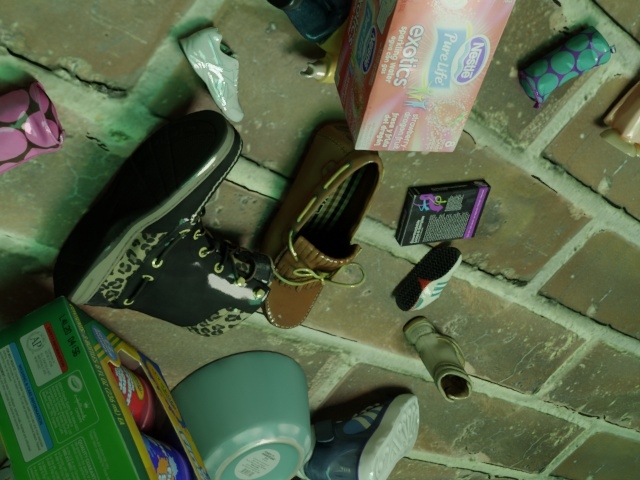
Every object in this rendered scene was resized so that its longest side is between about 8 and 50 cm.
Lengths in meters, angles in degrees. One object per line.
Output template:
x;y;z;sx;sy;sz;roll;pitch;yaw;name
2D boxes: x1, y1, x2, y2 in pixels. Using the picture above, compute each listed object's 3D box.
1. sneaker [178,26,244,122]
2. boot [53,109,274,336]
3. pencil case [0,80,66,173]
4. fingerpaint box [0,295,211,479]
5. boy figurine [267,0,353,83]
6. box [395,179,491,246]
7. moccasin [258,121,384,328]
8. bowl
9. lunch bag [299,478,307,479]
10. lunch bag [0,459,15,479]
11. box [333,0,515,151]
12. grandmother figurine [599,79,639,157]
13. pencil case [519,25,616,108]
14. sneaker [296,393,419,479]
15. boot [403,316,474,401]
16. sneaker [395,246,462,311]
-0.133;-0.224;1.142;0.061;0.053;0.152;-33;136;-3;sneaker
-0.182;-0.003;1.251;0.284;0.138;0.377;27;116;-41;boot
-0.425;-0.114;1.053;0.209;0.095;0.098;-28;106;-3;pencil case
-0.285;0.351;1.232;0.163;0.444;0.371;-30;153;-3;fingerpaint box
0.048;-0.283;1.164;0.177;0.092;0.285;-46;132;11;boy figurine
0.221;-0.049;1.513;0.162;0.029;0.116;-8;131;-25;box
0.003;0.000;1.350;0.139;0.147;0.380;9;123;-35;moccasin
-0.142;0.379;1.601;0.312;0.163;0.311;-16;135;-16;bowl
0.004;0.661;1.881;0.287;0.235;0.169;-37;142;5;lunch bag
-0.501;0.511;1.560;0.243;0.115;0.303;-44;136;9;lunch bag
0.124;-0.265;1.013;0.142;0.154;0.300;0;138;-14;box
0.627;-0.308;1.464;0.208;0.104;0.342;-12;137;-59;grandmother figurine
0.402;-0.286;1.374;0.152;0.064;0.070;-31;112;0;pencil case
0.059;0.410;1.786;0.323;0.236;0.130;-35;122;-59;sneaker
0.264;0.264;1.718;0.077;0.165;0.213;-39;135;8;boot
0.216;0.075;1.613;0.161;0.057;0.075;-49;151;16;sneaker
